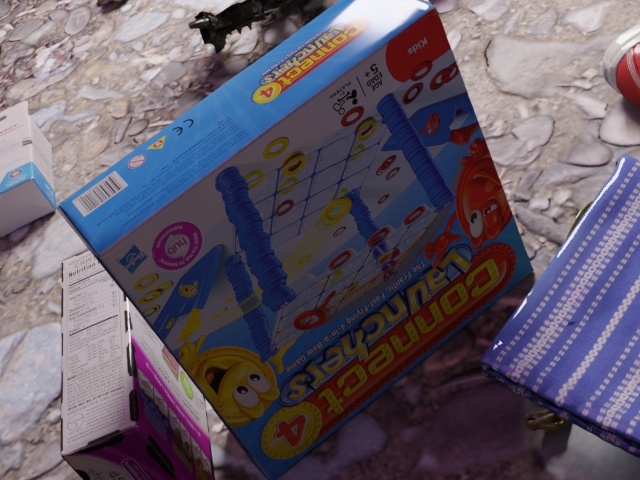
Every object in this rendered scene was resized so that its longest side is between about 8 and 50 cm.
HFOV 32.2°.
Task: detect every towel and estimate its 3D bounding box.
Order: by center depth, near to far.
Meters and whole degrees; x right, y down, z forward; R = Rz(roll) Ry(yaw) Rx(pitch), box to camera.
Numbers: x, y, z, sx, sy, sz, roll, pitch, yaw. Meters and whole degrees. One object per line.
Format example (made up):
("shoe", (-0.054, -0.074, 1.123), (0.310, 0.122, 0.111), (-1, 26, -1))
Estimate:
("towel", (0.314, 0.075, 0.792), (0.336, 0.040, 0.243), (26, 63, 28))

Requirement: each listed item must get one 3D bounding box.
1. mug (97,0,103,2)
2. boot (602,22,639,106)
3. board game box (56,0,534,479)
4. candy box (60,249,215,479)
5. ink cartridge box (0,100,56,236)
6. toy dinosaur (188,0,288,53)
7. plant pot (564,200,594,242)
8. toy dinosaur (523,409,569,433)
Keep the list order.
("mug", (-0.306, -0.390, 1.672), (0.062, 0.078, 0.064), (9, 56, -6))
("boot", (0.410, -0.186, 1.028), (0.244, 0.088, 0.176), (-38, 41, 2))
("board game box", (0.000, 0.000, 0.902), (0.308, 0.302, 0.086), (-38, 42, -9))
("candy box", (-0.160, 0.130, 0.970), (0.071, 0.159, 0.233), (-22, 40, 7))
("ink cartridge box", (-0.396, -0.089, 1.402), (0.104, 0.060, 0.180), (-25, 41, 5))
("toy dinosaur", (-0.071, -0.353, 1.382), (0.218, 0.322, 0.164), (-17, 86, 10))
("plant pot", (0.250, 0.018, 0.922), (0.079, 0.083, 0.083), (20, 60, 28))
("toy dinosaur", (0.232, 0.086, 0.889), (0.183, 0.053, 0.092), (-37, 56, 3))
